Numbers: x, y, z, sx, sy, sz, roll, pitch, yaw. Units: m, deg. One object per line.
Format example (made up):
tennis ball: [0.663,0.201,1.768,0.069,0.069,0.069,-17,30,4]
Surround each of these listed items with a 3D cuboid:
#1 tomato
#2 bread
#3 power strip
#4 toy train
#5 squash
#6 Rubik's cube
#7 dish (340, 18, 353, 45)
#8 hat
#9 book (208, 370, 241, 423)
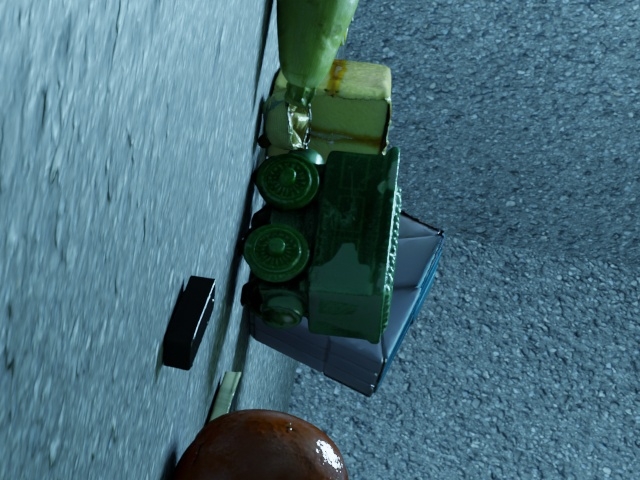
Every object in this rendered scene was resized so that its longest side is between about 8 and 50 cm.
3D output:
tomato: [-0.068,0.280,1.665,0.208,0.184,0.208,15,90,-84]
bread: [0.020,-0.229,2.248,0.163,0.168,0.264,96,0,-46]
power strip: [-0.122,0.075,1.477,0.111,0.029,0.038,-73,173,-57]
toy train: [0.000,0.000,2.058,0.145,0.202,0.266,92,4,-58]
squash: [0.003,-0.348,1.939,0.118,0.118,0.370,59,44,-87]
Rubik's cube: [0.037,0.069,2.364,0.231,0.221,0.224,-63,173,-15]
dish: [0.009,-0.349,2.461,0.208,0.080,0.148,36,64,-86]
hat: [-0.049,-0.155,2.043,0.076,0.059,0.077,3,91,-72]
book: [-0.151,0.358,1.950,0.374,0.028,0.262,-77,177,-66]
